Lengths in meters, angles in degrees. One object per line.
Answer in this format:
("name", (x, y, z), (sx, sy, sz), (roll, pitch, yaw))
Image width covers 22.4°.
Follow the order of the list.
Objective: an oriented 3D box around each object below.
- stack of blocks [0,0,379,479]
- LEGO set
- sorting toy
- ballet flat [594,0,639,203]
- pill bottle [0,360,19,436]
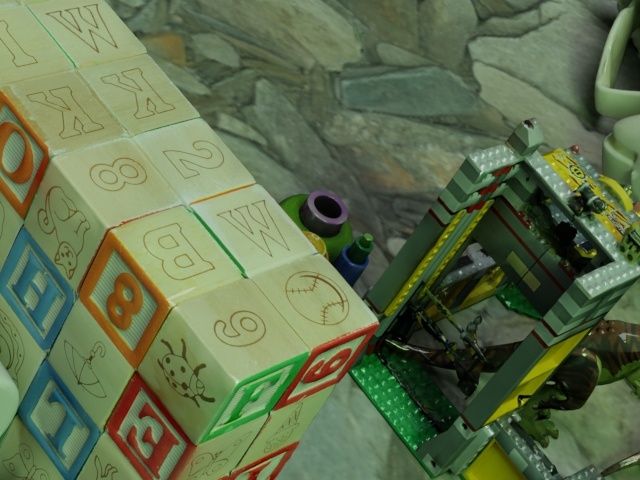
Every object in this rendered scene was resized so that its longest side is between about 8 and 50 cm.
("stack of blocks", (-0.128, -0.005, 0.746), (0.087, 0.171, 0.297), (-20, 62, -44))
("LEGO set", (0.182, 0.062, 0.865), (0.255, 0.192, 0.331), (-10, 56, -39))
("sorting toy", (0.000, 0.000, 0.924), (0.061, 0.042, 0.102), (30, 40, -4))
("ballet flat", (0.259, -0.077, 1.131), (0.147, 0.147, 0.409), (24, 38, -11))
("pill bottle", (-0.234, 0.006, 0.695), (0.131, 0.131, 0.229), (-21, 65, -44))
